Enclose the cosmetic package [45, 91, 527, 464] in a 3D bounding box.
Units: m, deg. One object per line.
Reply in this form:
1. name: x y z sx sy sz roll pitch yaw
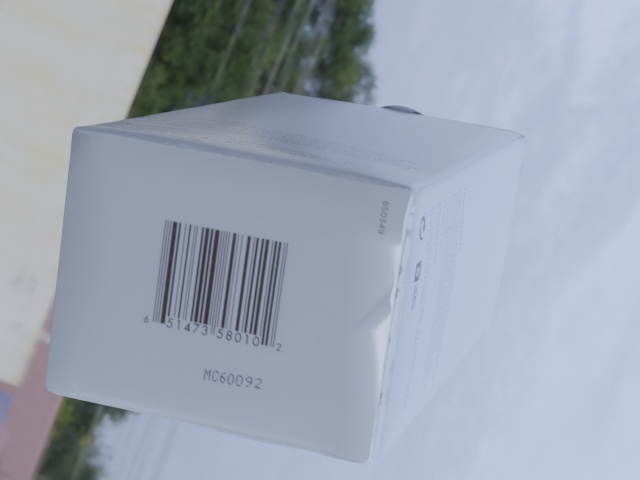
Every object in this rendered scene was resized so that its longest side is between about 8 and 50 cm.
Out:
1. cosmetic package: 0.000 0.000 0.915 0.365 0.196 0.155 -23 122 -71
